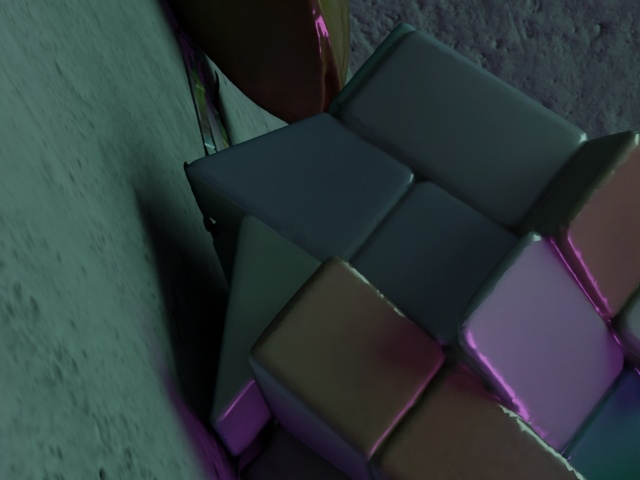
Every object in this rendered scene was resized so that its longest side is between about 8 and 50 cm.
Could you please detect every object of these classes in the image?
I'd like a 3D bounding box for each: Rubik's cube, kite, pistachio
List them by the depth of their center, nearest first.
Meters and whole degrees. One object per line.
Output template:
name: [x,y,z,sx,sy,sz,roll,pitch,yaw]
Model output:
Rubik's cube: [0.090,0.069,1.121,0.368,0.358,0.387,35,-14,20]
kite: [-0.080,-0.049,1.421,0.169,0.015,0.310,61,11,-56]
pistachio: [-0.049,-0.231,1.469,0.260,0.163,0.213,58,-11,-8]
